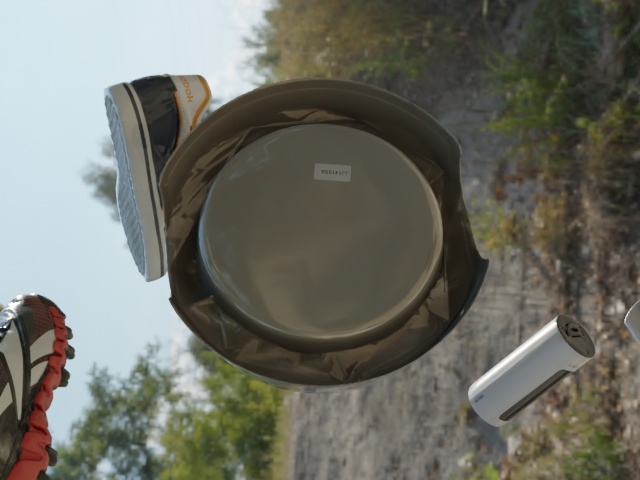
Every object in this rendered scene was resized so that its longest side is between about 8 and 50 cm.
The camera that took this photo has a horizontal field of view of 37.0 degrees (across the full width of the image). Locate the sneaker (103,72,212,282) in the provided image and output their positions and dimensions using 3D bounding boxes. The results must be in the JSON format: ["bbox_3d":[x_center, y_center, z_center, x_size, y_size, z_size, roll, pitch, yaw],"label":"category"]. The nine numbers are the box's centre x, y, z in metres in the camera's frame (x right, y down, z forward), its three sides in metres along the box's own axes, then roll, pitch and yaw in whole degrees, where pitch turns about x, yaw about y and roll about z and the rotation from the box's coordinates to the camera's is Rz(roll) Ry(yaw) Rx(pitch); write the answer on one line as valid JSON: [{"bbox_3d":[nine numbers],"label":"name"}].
[{"bbox_3d":[-0.185,-0.070,1.187,0.126,0.127,0.321,58,156,30],"label":"sneaker"}]

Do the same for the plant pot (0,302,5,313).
[{"bbox_3d":[-0.592,0.163,1.351,0.239,0.253,0.254,45,-135,-61],"label":"plant pot"}]

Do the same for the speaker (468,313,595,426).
[{"bbox_3d":[0.217,0.135,0.989,0.136,0.055,0.055,-46,22,32],"label":"speaker"}]

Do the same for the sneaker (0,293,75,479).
[{"bbox_3d":[-0.323,0.141,0.940,0.097,0.135,0.276,-40,33,26],"label":"sneaker"}]

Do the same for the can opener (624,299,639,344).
[{"bbox_3d":[0.495,0.186,1.230,0.280,0.074,0.093,58,178,12],"label":"can opener"}]

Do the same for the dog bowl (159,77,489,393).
[{"bbox_3d":[0.000,0.000,1.005,0.102,0.348,0.349,94,-179,-64],"label":"dog bowl"}]
